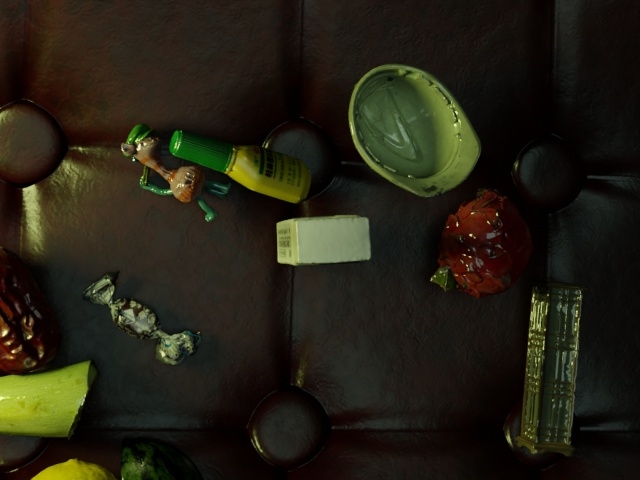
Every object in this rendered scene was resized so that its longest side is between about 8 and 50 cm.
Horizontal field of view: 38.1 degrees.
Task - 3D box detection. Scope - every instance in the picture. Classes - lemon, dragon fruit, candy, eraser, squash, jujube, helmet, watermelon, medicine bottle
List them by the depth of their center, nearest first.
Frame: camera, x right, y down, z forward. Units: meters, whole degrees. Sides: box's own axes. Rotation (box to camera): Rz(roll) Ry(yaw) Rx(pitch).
[{"bbox_3d":[-0.417,0.471,1.565,0.178,0.178,0.203,-2,91,-11],"label":"lemon"},{"bbox_3d":[-0.542,0.119,1.569,0.155,0.155,0.230,-34,105,-9],"label":"jujube"},{"bbox_3d":[-0.524,0.292,1.582,0.287,0.137,0.137,-9,90,-6],"label":"squash"},{"bbox_3d":[0.000,0.000,1.600,0.124,0.279,0.081,-2,90,-10],"label":"eraser"},{"bbox_3d":[-0.269,0.435,1.631,0.145,0.137,0.193,-7,48,-9],"label":"watermelon"},{"bbox_3d":[-0.141,-0.137,1.654,0.260,0.064,0.095,16,53,-24],"label":"medicine bottle"},{"bbox_3d":[-0.318,0.140,1.658,0.226,0.051,0.094,35,73,-10],"label":"candy"},{"bbox_3d":[0.159,-0.191,1.704,0.204,0.137,0.258,-38,88,-9],"label":"helmet"},{"bbox_3d":[0.304,0.012,1.712,0.172,0.172,0.210,27,95,-9],"label":"dragon fruit"}]

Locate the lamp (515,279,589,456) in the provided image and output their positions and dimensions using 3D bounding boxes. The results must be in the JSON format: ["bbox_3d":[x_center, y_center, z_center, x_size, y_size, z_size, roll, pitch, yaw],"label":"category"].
[{"bbox_3d":[0.442,0.241,1.775,0.090,0.089,0.326,6,88,-11],"label":"lamp"}]

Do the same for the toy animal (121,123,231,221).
[{"bbox_3d":[-0.264,-0.116,1.661,0.208,0.100,0.103,32,123,-11],"label":"toy animal"}]
